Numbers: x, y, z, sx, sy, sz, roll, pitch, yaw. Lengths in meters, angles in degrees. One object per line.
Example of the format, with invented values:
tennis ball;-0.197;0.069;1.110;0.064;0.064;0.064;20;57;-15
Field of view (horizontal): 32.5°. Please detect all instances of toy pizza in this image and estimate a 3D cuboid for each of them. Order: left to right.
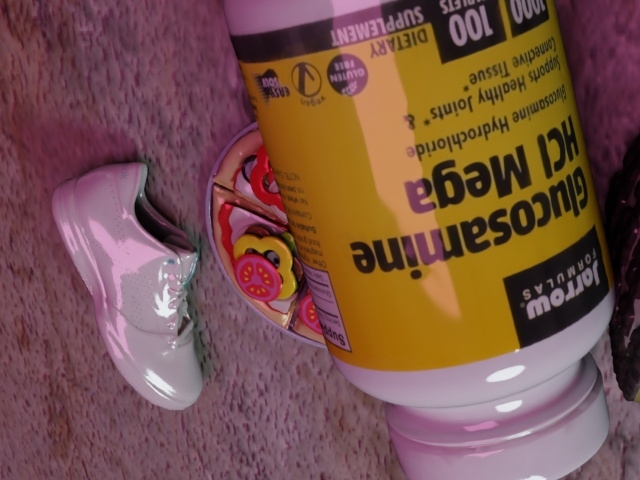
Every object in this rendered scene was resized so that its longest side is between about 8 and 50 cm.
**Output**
toy pizza;0.000;0.000;0.823;0.201;0.032;0.201;10;119;19

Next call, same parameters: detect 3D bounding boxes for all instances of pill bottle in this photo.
pill bottle;0.074;-0.021;0.676;0.187;0.188;0.334;-9;109;27

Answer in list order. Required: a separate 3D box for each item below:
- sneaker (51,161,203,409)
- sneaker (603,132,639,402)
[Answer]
sneaker;-0.131;0.038;0.880;0.094;0.080;0.212;-19;106;18
sneaker;0.295;-0.044;0.618;0.182;0.158;0.410;16;128;-5
